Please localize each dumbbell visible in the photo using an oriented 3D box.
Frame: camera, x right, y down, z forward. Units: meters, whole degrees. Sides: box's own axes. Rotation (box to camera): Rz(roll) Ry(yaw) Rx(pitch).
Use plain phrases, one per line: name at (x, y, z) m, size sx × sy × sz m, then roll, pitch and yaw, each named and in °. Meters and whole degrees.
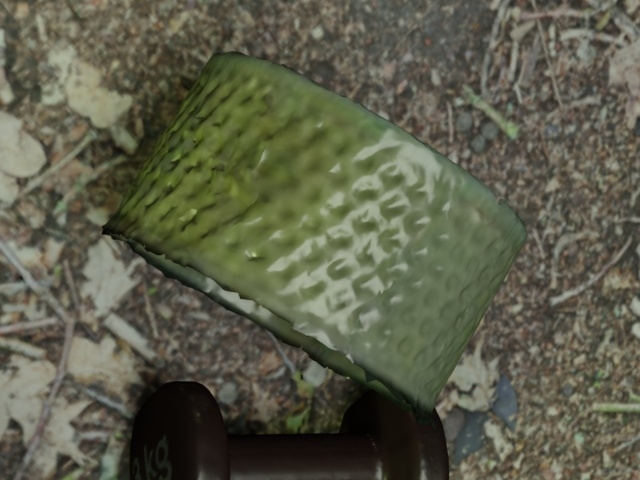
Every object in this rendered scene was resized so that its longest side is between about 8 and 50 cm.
dumbbell at (-0.025, 0.174, 1.124) m, size 0.225 × 0.140 × 0.124 m, roll 3°, pitch 63°, yaw -27°

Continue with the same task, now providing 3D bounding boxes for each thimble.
thimble at (0.000, 0.000, 1.027) m, size 0.271 × 0.271 × 0.150 m, roll 33°, pitch 84°, yaw -28°
